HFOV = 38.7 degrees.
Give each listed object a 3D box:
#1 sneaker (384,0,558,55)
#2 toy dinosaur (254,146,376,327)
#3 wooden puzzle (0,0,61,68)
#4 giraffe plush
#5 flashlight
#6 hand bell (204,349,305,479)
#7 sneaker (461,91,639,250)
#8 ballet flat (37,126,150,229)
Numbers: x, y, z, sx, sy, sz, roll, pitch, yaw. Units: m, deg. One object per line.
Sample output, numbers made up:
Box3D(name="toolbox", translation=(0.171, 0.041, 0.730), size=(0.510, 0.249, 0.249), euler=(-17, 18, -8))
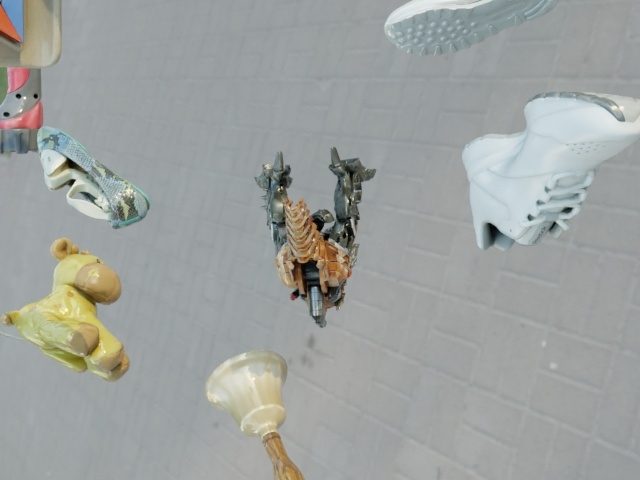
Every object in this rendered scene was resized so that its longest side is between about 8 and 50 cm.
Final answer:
Box3D(name="sneaker", translation=(0.198, -0.323, 1.220), size=(0.235, 0.090, 0.094), euler=(-15, 61, 12))
Box3D(name="toy dinosaur", translation=(0.000, 0.000, 1.219), size=(0.322, 0.165, 0.218), euler=(131, 140, -69))
Box3D(name="wooden puzzle", translation=(-0.530, -0.400, 1.240), size=(0.080, 0.348, 0.321), euler=(-149, 60, -61))
Box3D(name="giraffe plush", translation=(-0.374, 0.099, 1.413), size=(0.181, 0.210, 0.170), euler=(86, -155, -64))
Box3D(name="flashlight", translation=(-0.568, -0.313, 1.687), size=(0.103, 0.103, 0.303), euler=(-54, -37, -79))
Box3D(name="hand bell", translation=(-0.062, 0.278, 1.233), size=(0.126, 0.126, 0.242), euler=(-57, 41, 26))
Box3D(name="sneaker", translation=(0.235, -0.065, 0.916), size=(0.297, 0.111, 0.129), euler=(135, 138, -73))
Box3D(name="ballet flat", translation=(-0.289, -0.074, 1.086), size=(0.188, 0.070, 0.070), euler=(32, 107, 22))
